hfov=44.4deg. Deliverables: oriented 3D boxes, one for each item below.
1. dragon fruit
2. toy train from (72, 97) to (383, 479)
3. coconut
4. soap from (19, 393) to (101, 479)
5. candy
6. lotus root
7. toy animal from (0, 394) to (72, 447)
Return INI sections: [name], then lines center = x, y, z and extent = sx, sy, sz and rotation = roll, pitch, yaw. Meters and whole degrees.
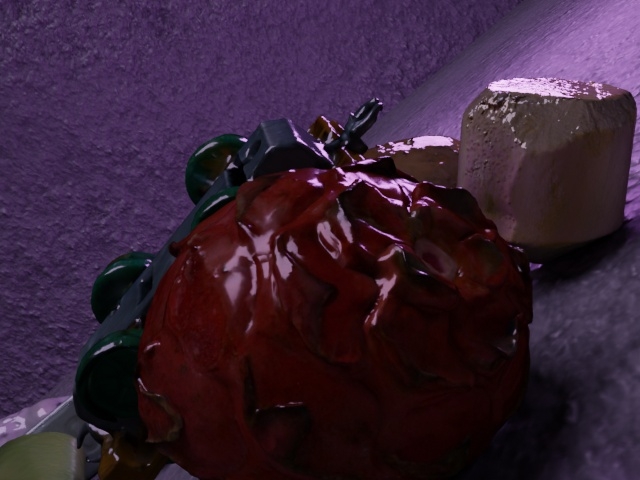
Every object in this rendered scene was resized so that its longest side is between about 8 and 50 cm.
[dragon fruit]
center = 0.009, 0.062, 0.497
extent = 0.252, 0.241, 0.241
rotation = -40, 8, 9
[toy train]
center = -0.055, 0.066, 0.712
extent = 0.429, 0.249, 0.178
rotation = -50, 24, 12
[coconut]
center = 0.188, -0.055, 0.663
extent = 0.147, 0.152, 0.147
rotation = 2, 22, -1
[soap]
center = -0.392, 0.320, 1.186
extent = 0.198, 0.114, 0.063
rotation = -41, 9, -9
[candy]
center = -0.367, 0.341, 0.982
extent = 0.142, 0.132, 0.343
rotation = 3, 2, -13
[lotus root]
center = 0.030, -0.020, 0.878
extent = 0.343, 0.151, 0.169
rotation = -17, 15, -11
[toy animal]
center = -0.561, 0.390, 1.397
extent = 0.357, 0.194, 0.258
rotation = -24, -18, -10
